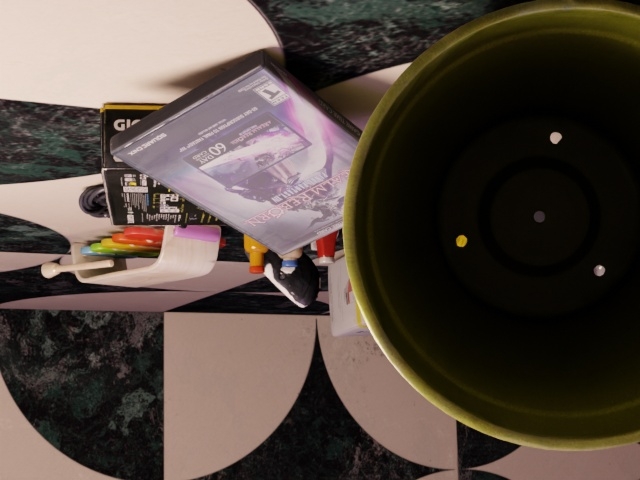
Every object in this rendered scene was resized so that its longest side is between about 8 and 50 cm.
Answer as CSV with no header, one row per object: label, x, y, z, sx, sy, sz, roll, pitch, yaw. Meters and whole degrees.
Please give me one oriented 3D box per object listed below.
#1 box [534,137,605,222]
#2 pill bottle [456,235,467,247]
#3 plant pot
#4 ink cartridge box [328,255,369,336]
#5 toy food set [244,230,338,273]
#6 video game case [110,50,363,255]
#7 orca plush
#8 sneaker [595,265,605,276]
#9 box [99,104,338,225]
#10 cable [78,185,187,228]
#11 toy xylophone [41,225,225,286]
box,0.484,-0.073,1.376,0.395,0.097,0.318,-2,169,0
pill bottle,0.225,-0.023,1.562,0.209,0.117,0.118,4,169,-26
plant pot,0.222,-0.017,1.041,0.367,0.366,0.353,-3,-179,7
ink cartridge box,0.198,0.091,2.106,0.279,0.160,0.385,0,171,-15
toy food set,0.000,0.000,1.705,0.232,0.104,0.111,4,169,-29
video game case,-0.049,-0.078,1.118,0.196,0.026,0.274,-25,142,28
orca plush,-0.043,0.018,1.835,0.151,0.102,0.287,37,-175,-10
sneaker,0.683,0.061,2.174,0.146,0.102,0.293,-11,167,41
box,-0.129,-0.081,1.297,0.257,0.079,0.322,-2,170,-9
cable,-0.269,-0.045,1.579,0.151,0.047,0.184,-2,171,2
toy xylophone,-0.330,0.026,1.881,0.323,0.081,0.236,-9,168,36
